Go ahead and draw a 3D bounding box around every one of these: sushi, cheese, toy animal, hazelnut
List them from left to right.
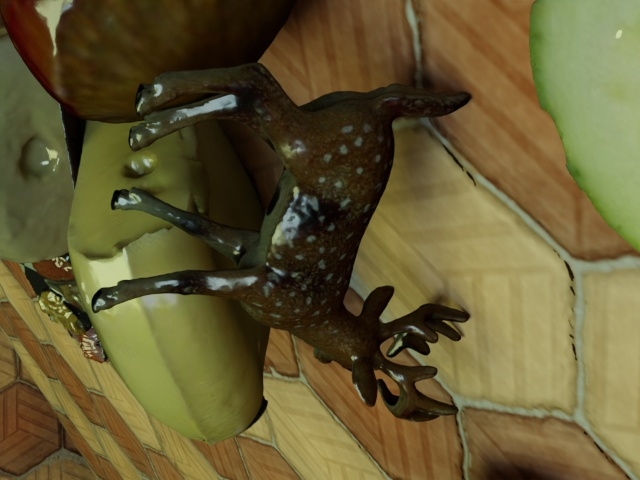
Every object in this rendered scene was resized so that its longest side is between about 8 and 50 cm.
[{"bbox_3d":[-0.317,-0.110,1.004,0.251,0.174,0.247,22,130,48],"label":"cheese"},{"bbox_3d":[-0.317,0.021,1.188,0.264,0.050,0.290,5,129,29],"label":"sushi"},{"bbox_3d":[-0.309,0.127,1.393,0.103,0.100,0.208,24,169,-33],"label":"toy animal"},{"bbox_3d":[-0.095,-0.160,0.562,0.170,0.202,0.160,44,-168,-30],"label":"hazelnut"},{"bbox_3d":[-0.110,0.034,0.780,0.316,0.128,0.259,73,-168,-48],"label":"cheese"},{"bbox_3d":[0.001,0.014,0.581,0.087,0.260,0.243,-94,21,-45],"label":"toy animal"}]

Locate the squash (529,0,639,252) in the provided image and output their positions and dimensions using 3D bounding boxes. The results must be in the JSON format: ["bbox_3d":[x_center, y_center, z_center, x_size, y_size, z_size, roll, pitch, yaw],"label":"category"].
[{"bbox_3d":[0.179,-0.051,0.369,0.219,0.041,0.219,39,153,24],"label":"squash"}]

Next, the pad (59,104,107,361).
[{"bbox_3d":[-0.182,-0.075,0.787,0.202,0.005,0.299,-98,1,-76],"label":"pad"}]
